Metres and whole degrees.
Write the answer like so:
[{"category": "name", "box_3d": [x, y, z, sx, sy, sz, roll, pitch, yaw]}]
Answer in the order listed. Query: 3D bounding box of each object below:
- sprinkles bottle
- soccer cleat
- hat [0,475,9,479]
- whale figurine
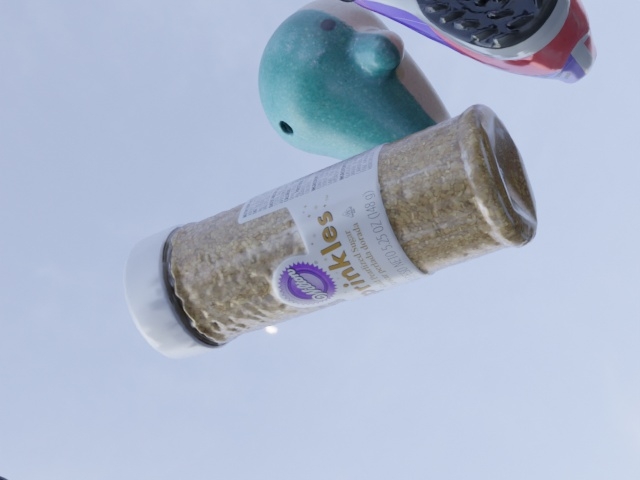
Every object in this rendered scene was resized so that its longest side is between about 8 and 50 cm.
[{"category": "sprinkles bottle", "box_3d": [0.000, 0.000, 0.805, 0.121, 0.355, 0.121, 44, -145, -43]}, {"category": "soccer cleat", "box_3d": [0.098, -0.220, 0.803, 0.116, 0.318, 0.109, 27, -81, -48]}, {"category": "hat", "box_3d": [-0.322, 0.098, 0.545, 0.331, 0.331, 0.134, 41, -139, -44]}, {"category": "whale figurine", "box_3d": [0.046, -0.132, 0.994, 0.141, 0.272, 0.216, -43, -16, -22]}]
